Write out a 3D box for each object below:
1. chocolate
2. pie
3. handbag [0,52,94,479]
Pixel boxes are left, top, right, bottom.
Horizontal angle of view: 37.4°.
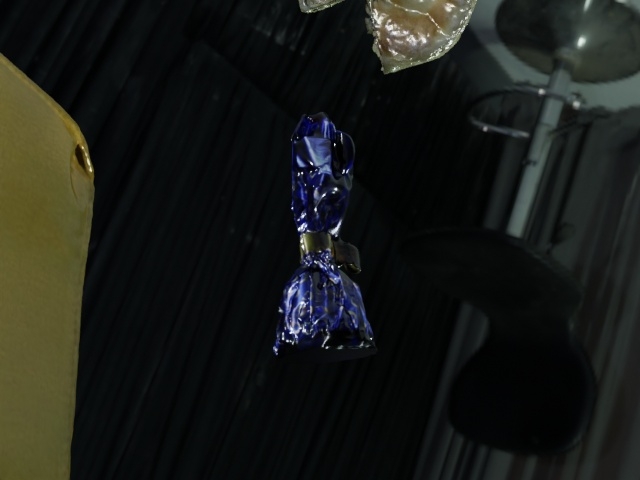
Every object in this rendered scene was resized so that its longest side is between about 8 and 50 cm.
[{"bbox_3d":[0.002,-0.005,1.205,0.126,0.343,0.148,-23,147,35],"label":"chocolate"},{"bbox_3d":[0.124,-0.459,1.592,0.337,0.338,0.075,20,-163,4],"label":"pie"},{"bbox_3d":[-0.236,0.039,0.428,0.133,0.401,0.283,-13,143,12],"label":"handbag"}]
